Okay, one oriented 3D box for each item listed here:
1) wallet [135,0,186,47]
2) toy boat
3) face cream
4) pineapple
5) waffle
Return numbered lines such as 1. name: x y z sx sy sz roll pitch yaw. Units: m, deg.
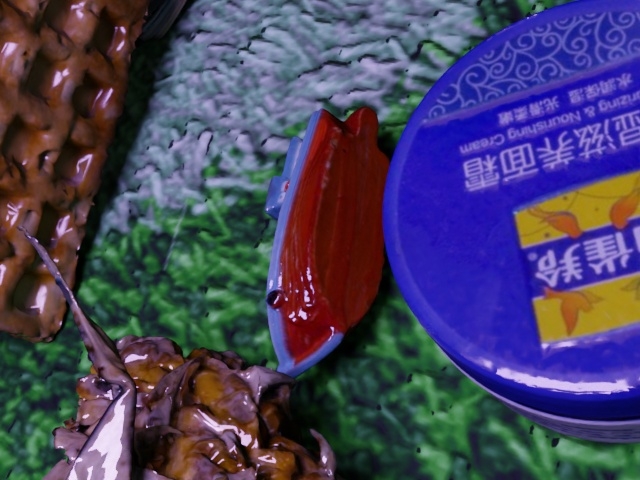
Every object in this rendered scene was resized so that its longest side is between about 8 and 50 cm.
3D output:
1. wallet: -0.159 -0.277 0.806 0.170 0.069 0.231 -50 49 18
2. toy boat: 0.000 0.000 0.576 0.058 0.069 0.173 -19 54 44
3. face cream: 0.143 -0.007 0.475 0.205 0.111 0.206 -12 61 22
4. pineapple: -0.056 0.162 0.454 0.161 0.158 0.335 -11 63 19
5. waffle: -0.228 -0.102 0.632 0.091 0.213 0.308 11 83 32
